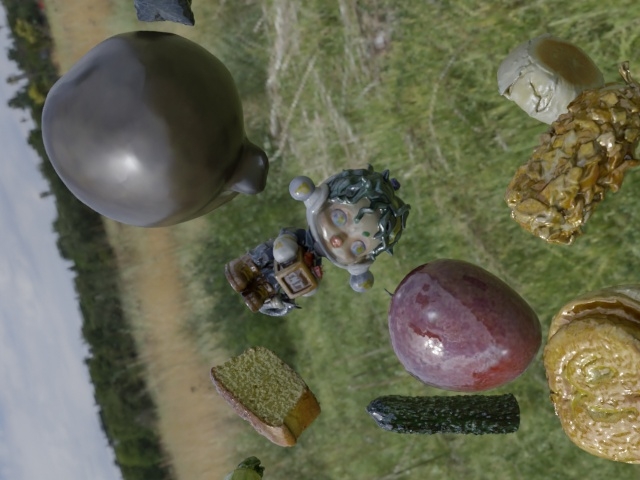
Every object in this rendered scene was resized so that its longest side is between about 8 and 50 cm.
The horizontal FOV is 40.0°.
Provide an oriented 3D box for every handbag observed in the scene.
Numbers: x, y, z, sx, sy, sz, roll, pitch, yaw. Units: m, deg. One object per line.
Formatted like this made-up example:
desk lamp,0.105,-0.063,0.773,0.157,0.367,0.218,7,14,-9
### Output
handbag,-0.224,-0.430,1.259,0.270,0.088,0.175,81,-164,-65

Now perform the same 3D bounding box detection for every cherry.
cherry,0.221,0.143,1.463,0.285,0.213,0.236,22,174,28

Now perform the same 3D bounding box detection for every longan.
longan,-0.204,-0.135,1.122,0.300,0.300,0.243,-175,104,-77

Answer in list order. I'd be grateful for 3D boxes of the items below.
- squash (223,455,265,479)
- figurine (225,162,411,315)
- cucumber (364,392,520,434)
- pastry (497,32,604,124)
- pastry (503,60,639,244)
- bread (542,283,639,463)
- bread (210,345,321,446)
squash,-0.101,0.364,1.142,0.224,0.094,0.094,-86,-12,-56
figurine,-0.002,-0.002,1.707,0.261,0.382,0.186,55,-175,-32
cucumber,0.267,0.386,1.945,0.096,0.359,0.096,-178,90,-71
pastry,0.354,-0.247,1.352,0.088,0.165,0.166,-59,46,44
pastry,0.351,-0.108,1.150,0.102,0.250,0.154,38,-175,-24
bread,0.387,0.177,1.128,0.198,0.120,0.236,-22,85,48
bread,-0.086,0.227,1.329,0.187,0.103,0.065,37,157,40
